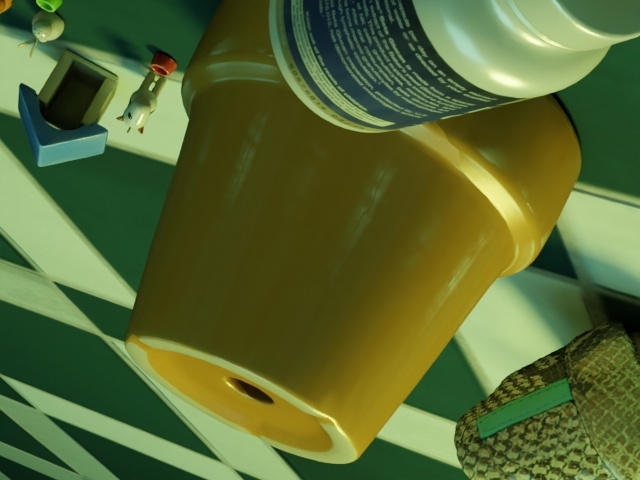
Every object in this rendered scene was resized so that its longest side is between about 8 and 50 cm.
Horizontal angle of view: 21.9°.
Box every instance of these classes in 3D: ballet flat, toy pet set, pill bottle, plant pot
[{"bbox_3d":[0.206,0.216,1.134,0.182,0.164,0.483,-21,140,14],"label":"ballet flat"},{"bbox_3d":[-0.160,-0.092,0.999,0.122,0.065,0.114,29,161,-3],"label":"toy pet set"},{"bbox_3d":[0.058,-0.097,0.642,0.094,0.094,0.169,36,160,-23],"label":"pill bottle"},{"bbox_3d":[0.000,0.000,0.830,0.205,0.188,0.205,25,161,9],"label":"plant pot"}]
